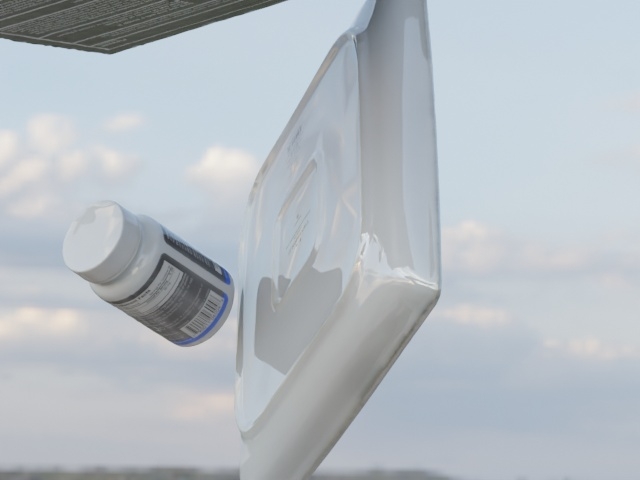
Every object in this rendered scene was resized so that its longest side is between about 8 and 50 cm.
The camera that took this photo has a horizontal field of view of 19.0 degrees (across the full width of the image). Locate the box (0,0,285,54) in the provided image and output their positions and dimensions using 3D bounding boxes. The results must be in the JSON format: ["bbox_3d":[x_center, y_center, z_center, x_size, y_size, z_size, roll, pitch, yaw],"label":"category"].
[{"bbox_3d":[-0.139,-0.264,1.403,0.296,0.182,0.294,-13,-7,27],"label":"box"}]

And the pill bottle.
[{"bbox_3d":[-0.140,0.026,1.553,0.078,0.078,0.137,-5,-30,40],"label":"pill bottle"}]

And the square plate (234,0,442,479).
[{"bbox_3d":[0.000,0.000,1.496,0.049,0.344,0.347,14,-41,-18],"label":"square plate"}]
